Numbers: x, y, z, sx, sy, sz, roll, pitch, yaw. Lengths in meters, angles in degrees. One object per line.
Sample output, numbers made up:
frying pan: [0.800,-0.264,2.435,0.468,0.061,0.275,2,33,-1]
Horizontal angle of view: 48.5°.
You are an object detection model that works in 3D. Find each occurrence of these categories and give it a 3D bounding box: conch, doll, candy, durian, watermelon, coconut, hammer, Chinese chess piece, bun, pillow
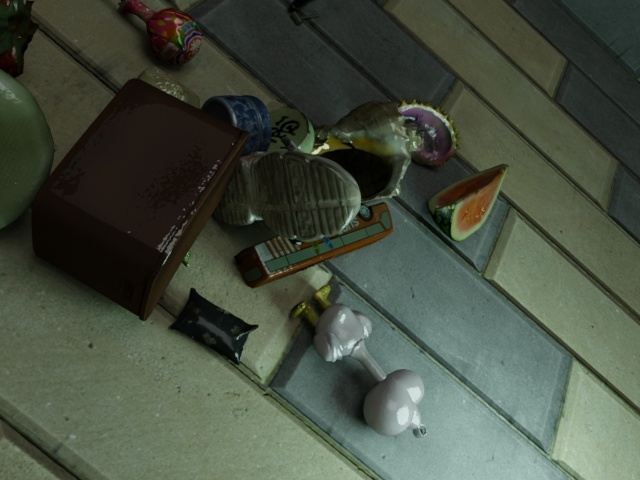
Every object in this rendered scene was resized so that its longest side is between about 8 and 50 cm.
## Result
conch: [0.091,-0.185,1.675,0.186,0.324,0.263,64,11,-56]
doll: [0.094,0.251,1.443,0.365,0.094,0.160,53,43,6]
candy: [-0.425,-0.529,1.589,0.365,0.124,0.124,36,46,-1]
durian: [0.258,-0.309,1.899,0.261,0.187,0.153,31,53,-33]
watermelon: [0.361,-0.105,1.854,0.128,0.159,0.303,31,42,27]
coconut: [-0.333,-0.260,1.445,0.147,0.152,0.147,37,6,-4]
hammer: [-0.038,-0.623,1.986,0.110,0.019,0.035,-26,79,-49]
Chinese chess piece: [-0.085,-0.233,1.609,0.144,0.058,0.144,-6,60,11]
bun: [-0.584,-0.157,1.160,0.283,0.179,0.283,-7,106,-26]
pillow: [-0.197,0.160,1.325,0.150,0.048,0.090,30,40,-10]

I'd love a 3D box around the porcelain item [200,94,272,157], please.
porcelain item: [-0.182,-0.239,1.533,0.114,0.147,0.147,-10,68,-42]

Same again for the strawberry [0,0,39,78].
strawberry: [-0.657,-0.378,1.230,0.289,0.238,0.250,5,35,-1]

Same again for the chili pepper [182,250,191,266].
chili pepper: [-0.321,-0.029,1.371,0.208,0.043,0.049,41,80,0]

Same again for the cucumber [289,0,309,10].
cucumber: [-0.043,-0.685,2.010,0.036,0.033,0.184,26,44,14]

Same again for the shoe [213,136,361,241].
shoe: [-0.052,-0.116,1.438,0.198,0.351,0.171,-25,120,-51]

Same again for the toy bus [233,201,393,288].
toy bus: [0.000,0.000,1.544,0.409,0.093,0.092,-19,82,-41]

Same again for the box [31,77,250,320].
box: [-0.312,-0.079,1.235,0.229,0.239,0.339,29,57,-5]
